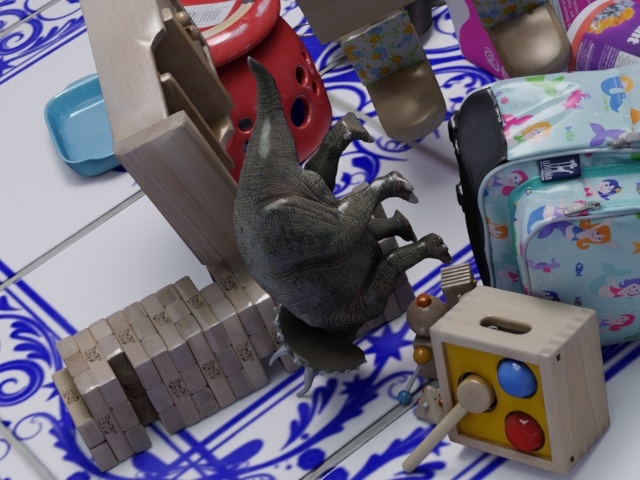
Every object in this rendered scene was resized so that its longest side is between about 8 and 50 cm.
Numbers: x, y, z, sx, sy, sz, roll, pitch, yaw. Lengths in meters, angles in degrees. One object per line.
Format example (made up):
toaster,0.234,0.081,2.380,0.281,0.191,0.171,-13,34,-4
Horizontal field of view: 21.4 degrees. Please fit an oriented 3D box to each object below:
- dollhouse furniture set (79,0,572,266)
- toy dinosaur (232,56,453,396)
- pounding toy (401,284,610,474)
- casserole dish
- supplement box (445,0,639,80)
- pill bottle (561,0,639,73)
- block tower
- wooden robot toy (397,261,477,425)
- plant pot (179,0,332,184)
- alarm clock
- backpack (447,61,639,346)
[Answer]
dollhouse furniture set,0.008,-0.197,1.488,0.394,0.362,0.256,-25,49,8
toy dinosaur,0.000,0.000,1.371,0.160,0.314,0.121,-35,40,-9
pounding toy,0.138,0.120,1.329,0.141,0.130,0.100,12,36,37
casserole dish,-0.247,-0.130,1.911,0.114,0.037,0.188,-25,37,-4
supplement box,0.250,-0.271,1.770,0.220,0.114,0.111,-31,38,-14
pill bottle,0.327,-0.155,1.585,0.108,0.108,0.193,-37,39,-20
block tower,-0.074,0.075,1.513,0.335,0.091,0.097,-29,37,-8
wooden robot toy,0.107,0.070,1.435,0.076,0.079,0.173,-2,41,26
plant pot,-0.100,-0.174,1.779,0.191,0.174,0.191,-14,35,10
alarm clock,0.044,-0.256,1.865,0.192,0.064,0.129,-27,35,-33
backpack,0.250,-0.035,1.377,0.253,0.225,0.191,-15,52,-1
